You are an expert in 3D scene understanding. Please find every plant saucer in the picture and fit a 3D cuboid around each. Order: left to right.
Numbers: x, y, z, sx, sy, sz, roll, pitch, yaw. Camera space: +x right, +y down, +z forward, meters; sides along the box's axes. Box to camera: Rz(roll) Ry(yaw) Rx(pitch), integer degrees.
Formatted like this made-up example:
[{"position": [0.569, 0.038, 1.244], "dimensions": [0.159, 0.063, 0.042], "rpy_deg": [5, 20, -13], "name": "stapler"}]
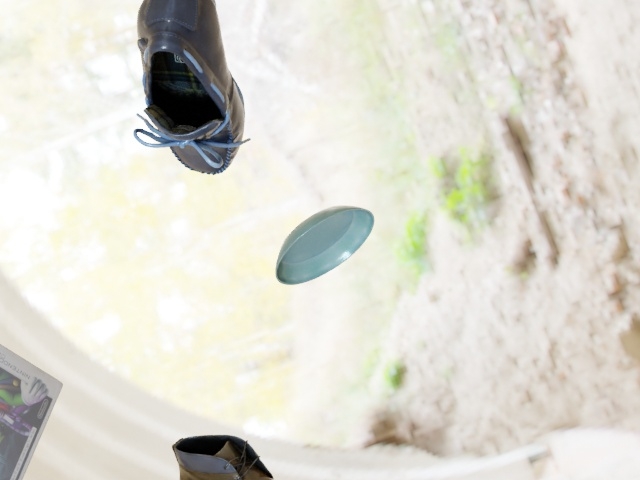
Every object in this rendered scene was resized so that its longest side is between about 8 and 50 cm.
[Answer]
[{"position": [0.000, 0.000, 1.443], "dimensions": [0.021, 0.119, 0.119], "rpy_deg": [55, 179, 23], "name": "plant saucer"}]

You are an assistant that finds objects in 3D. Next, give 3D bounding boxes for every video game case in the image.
[{"position": [-0.399, 0.205, 1.610], "dimensions": [0.173, 0.022, 0.190], "rpy_deg": [38, -124, -29], "name": "video game case"}]

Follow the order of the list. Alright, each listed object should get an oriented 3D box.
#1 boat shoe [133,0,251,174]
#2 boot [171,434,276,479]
[{"position": [-0.130, -0.127, 1.267], "dimensions": [0.258, 0.109, 0.089], "rpy_deg": [72, -157, -58], "name": "boat shoe"}, {"position": [-0.090, 0.296, 1.707], "dimensions": [0.082, 0.219, 0.106], "rpy_deg": [-44, -57, -49], "name": "boot"}]
